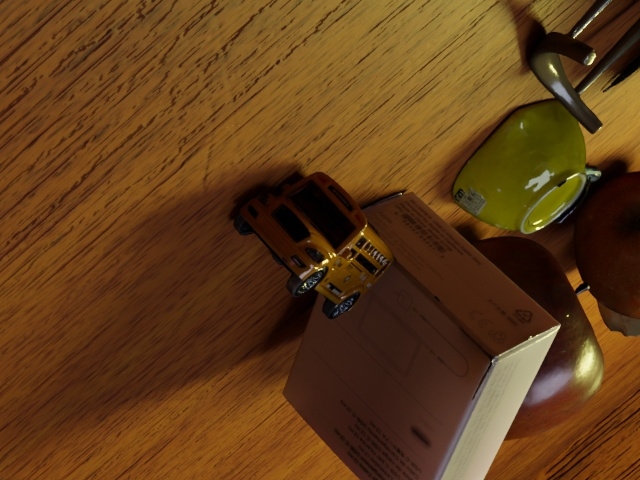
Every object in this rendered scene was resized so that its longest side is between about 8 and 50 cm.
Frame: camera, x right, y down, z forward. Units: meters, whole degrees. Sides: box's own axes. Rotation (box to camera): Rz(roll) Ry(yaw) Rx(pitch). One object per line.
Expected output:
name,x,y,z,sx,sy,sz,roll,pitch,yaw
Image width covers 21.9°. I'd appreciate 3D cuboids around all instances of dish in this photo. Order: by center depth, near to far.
dish,0.212,-0.059,1.649,0.149,0.080,0.208,-36,160,-7

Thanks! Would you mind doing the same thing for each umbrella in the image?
umbrella,0.341,-0.198,1.663,0.149,0.022,0.022,-41,-174,29

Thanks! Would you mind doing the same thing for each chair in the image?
chair,0.338,-0.185,1.448,0.272,0.166,0.188,-39,162,0

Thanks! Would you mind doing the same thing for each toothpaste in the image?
toothpaste,0.294,-0.075,1.861,0.027,0.019,0.083,-30,165,35

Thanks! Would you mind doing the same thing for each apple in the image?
apple,0.194,0.108,1.798,0.234,0.234,0.234,-34,161,-13
apple,0.390,0.003,1.975,0.181,0.181,0.168,-37,148,-4

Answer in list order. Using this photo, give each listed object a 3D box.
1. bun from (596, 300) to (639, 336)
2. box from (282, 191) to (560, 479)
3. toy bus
bun,0.470,0.022,2.142,0.259,0.152,0.259,-18,-172,2
box,0.086,0.115,1.556,0.106,0.203,0.252,-22,144,-41
toy bus,0.000,0.000,1.384,0.088,0.083,0.194,-43,164,2
